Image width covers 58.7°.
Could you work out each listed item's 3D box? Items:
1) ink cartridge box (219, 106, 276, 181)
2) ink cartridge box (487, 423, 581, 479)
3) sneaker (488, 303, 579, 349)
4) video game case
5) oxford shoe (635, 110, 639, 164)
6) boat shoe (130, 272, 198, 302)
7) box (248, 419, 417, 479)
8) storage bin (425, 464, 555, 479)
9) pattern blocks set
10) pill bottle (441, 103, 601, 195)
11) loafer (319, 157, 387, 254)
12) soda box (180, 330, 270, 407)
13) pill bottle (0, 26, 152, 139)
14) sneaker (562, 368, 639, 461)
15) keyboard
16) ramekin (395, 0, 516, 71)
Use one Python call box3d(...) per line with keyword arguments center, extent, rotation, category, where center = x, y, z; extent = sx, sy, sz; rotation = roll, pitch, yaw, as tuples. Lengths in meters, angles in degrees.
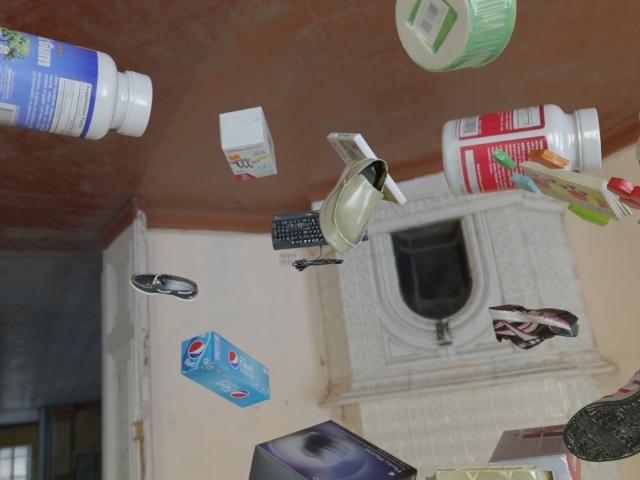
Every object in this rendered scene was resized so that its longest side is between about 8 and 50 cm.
box3d(center=(-0.211, -0.281, 1.668), extent=(0.128, 0.127, 0.176), rotation=(-10, 153, 3), category="ink cartridge box")
box3d(center=(0.637, 0.617, 1.581), extent=(0.271, 0.130, 0.309), rotation=(-17, 171, 24), category="ink cartridge box")
box3d(center=(0.393, 0.164, 1.044), extent=(0.072, 0.077, 0.178), rotation=(-7, -176, -29), category="sneaker")
box3d(center=(0.124, -0.199, 1.556), extent=(0.026, 0.227, 0.206), rotation=(-41, -159, -7), category="video game case")
box3d(center=(0.941, -0.207, 1.527), extent=(0.140, 0.397, 0.146), rotation=(17, 159, -22), category="oxford shoe")
box3d(center=(-0.288, 0.080, 1.050), extent=(0.125, 0.046, 0.038), rotation=(18, 139, -5), category="boat shoe")
box3d(center=(0.026, 0.603, 1.382), extent=(0.296, 0.183, 0.294), rotation=(17, -170, 39), category="box")
box3d(center=(0.371, 0.619, 1.191), extent=(0.260, 0.262, 0.123), rotation=(-1, 145, 1), category="storage bin")
box3d(center=(0.479, -0.097, 1.067), extent=(0.325, 0.026, 0.285), rotation=(32, -179, 38), category="pattern blocks set")
box3d(center=(0.568, -0.259, 1.624), extent=(0.407, 0.229, 0.229), rotation=(-5, 164, 23), category="pill bottle")
box3d(center=(0.076, -0.089, 1.206), extent=(0.102, 0.268, 0.092), rotation=(39, 138, -25), category="loafer")
box3d(center=(-0.177, 0.251, 1.088), extent=(0.071, 0.067, 0.210), rotation=(-21, 140, 15), category="soda box")
box3d(center=(-0.434, -0.254, 0.956), extent=(0.272, 0.152, 0.152), rotation=(5, 158, -33), category="pill bottle")
box3d(center=(0.596, 0.295, 1.052), extent=(0.295, 0.124, 0.178), rotation=(-45, 154, 29), category="sneaker")
box3d(center=(0.000, 0.000, 1.870), extent=(0.317, 0.202, 0.033), rotation=(-6, -169, -1), category="keyboard")
box3d(center=(0.333, -0.584, 1.466), extent=(0.148, 0.303, 0.303), rotation=(-25, 171, -29), category="ramekin")
